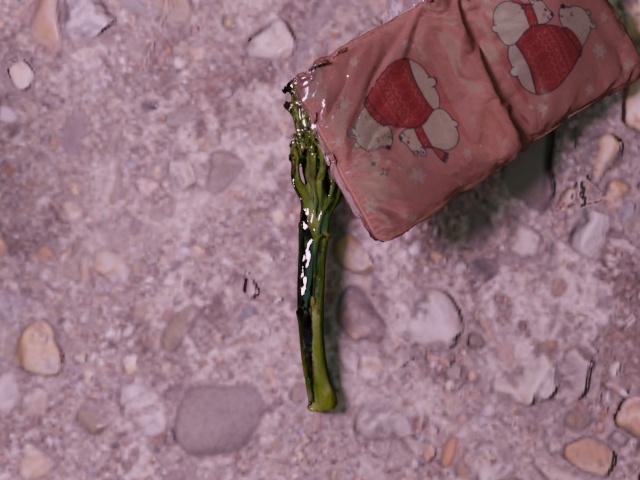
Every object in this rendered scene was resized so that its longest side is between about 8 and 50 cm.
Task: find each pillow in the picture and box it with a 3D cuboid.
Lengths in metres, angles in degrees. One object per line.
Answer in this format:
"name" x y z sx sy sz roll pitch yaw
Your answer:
"pillow" 0.102 -0.112 1.239 0.248 0.049 0.135 -34 100 -21

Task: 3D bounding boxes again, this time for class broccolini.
"broccolini" 0.000 0.000 1.238 0.054 0.051 0.239 -1 89 -16
